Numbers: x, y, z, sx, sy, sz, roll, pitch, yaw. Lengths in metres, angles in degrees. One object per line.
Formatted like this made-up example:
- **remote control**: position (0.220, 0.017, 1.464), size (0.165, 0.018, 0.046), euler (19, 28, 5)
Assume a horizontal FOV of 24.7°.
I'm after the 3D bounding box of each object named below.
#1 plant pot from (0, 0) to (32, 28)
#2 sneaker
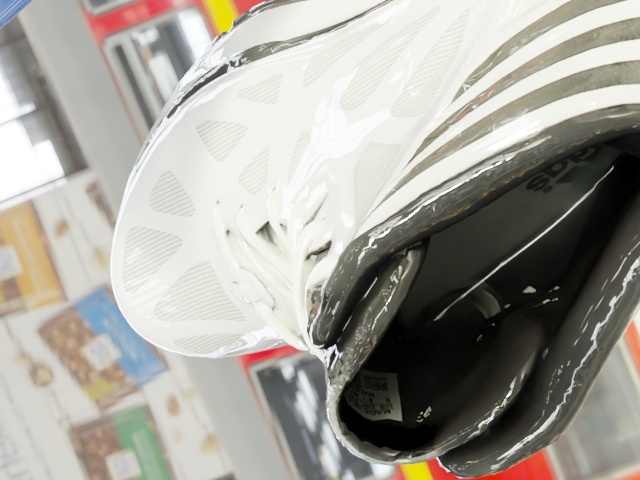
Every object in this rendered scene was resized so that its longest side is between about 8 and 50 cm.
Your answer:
- **plant pot**: position (-0.207, -0.222, 0.689), size (0.212, 0.236, 0.236), euler (50, 170, -27)
- **sneaker**: position (0.000, -0.001, 0.675), size (0.169, 0.447, 0.257), euler (44, -135, -15)
